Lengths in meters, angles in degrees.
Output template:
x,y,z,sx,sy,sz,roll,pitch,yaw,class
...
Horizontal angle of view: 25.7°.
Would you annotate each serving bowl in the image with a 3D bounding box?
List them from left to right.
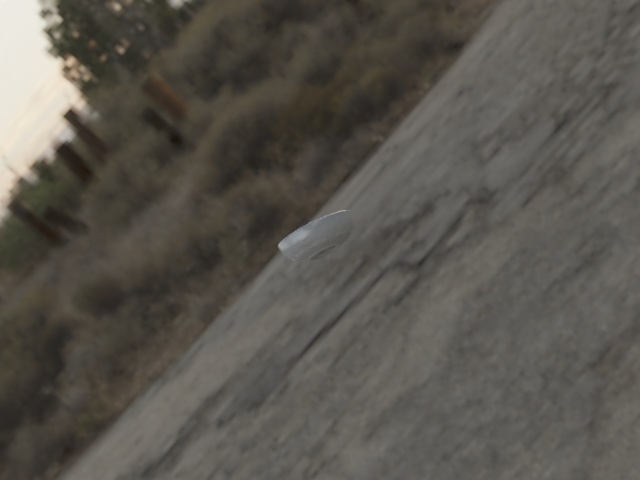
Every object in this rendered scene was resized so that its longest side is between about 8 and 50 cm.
x,y,z,sx,sy,sz,roll,pitch,yaw,class
0.000,0.000,1.436,0.083,0.027,0.083,-26,-10,-5,serving bowl
